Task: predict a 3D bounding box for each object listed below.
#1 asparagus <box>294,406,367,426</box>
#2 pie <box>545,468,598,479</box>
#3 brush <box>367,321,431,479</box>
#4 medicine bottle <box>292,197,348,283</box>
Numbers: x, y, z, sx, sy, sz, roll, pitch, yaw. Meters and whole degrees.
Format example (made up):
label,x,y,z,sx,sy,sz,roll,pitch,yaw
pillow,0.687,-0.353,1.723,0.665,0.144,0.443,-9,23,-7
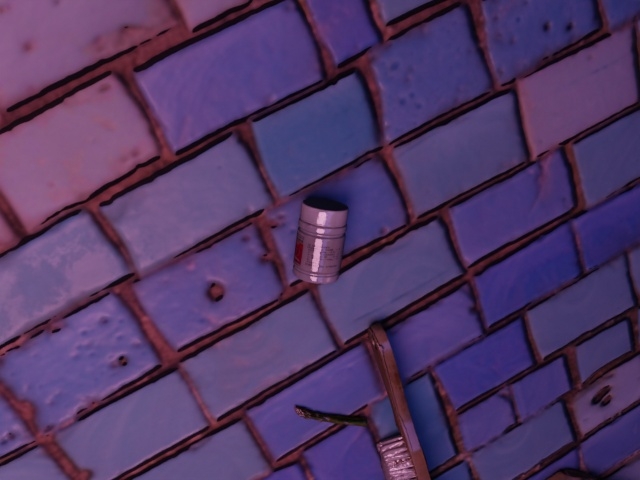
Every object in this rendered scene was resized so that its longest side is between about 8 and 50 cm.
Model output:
label,x,y,z,sx,sy,sz,roll,pitch,yaw
asparagus,0.014,0.244,0.909,0.114,0.014,0.015,15,70,-25
pie,0.408,0.482,1.120,0.195,0.046,0.195,-6,110,-16
brush,0.102,0.262,0.924,0.065,0.070,0.328,-17,113,-2
medicine bottle,0.000,0.000,0.788,0.058,0.058,0.091,2,108,-20
